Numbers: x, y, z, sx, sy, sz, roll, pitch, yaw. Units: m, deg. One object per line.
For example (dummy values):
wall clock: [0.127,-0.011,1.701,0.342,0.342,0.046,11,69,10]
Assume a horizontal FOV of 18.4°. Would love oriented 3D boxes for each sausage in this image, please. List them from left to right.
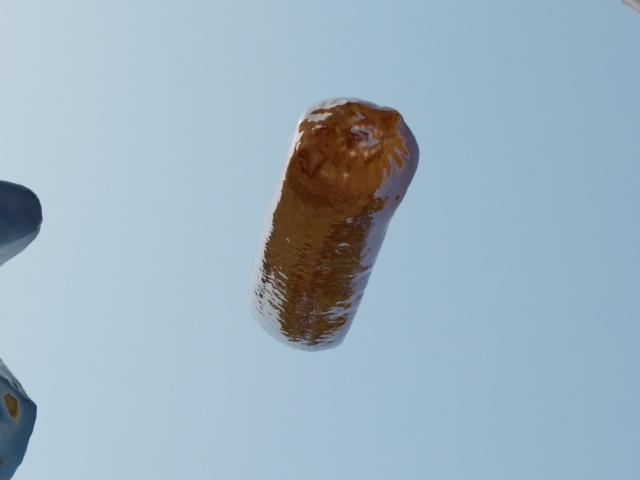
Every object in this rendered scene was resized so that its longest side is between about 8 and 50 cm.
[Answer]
sausage: [-0.001,0.000,1.519,0.097,0.094,0.348,23,-30,2]

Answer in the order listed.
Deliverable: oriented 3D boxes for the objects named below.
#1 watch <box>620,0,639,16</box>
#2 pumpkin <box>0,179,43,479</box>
watch: [0.228,-0.241,1.060,0.244,0.196,0.231,-54,-131,23]
pumpkin: [-0.199,-0.031,0.616,0.254,0.149,0.130,41,-64,25]
